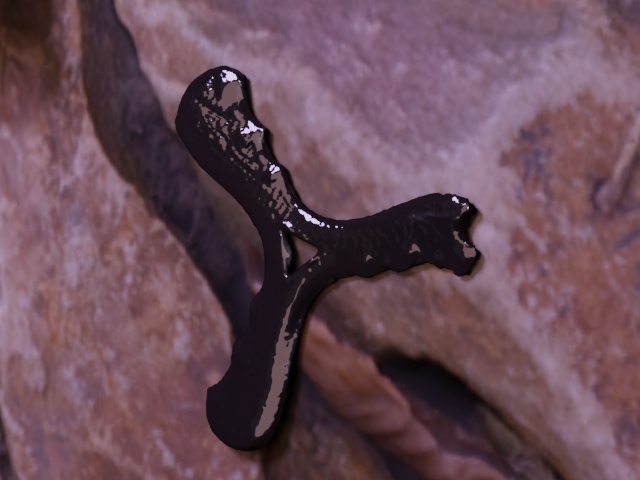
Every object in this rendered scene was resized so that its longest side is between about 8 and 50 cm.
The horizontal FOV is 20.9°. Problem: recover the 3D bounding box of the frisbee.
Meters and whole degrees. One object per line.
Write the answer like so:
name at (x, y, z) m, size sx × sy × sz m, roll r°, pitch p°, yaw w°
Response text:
frisbee at (0.000, 0.000, 0.919) m, size 0.187 × 0.012 × 0.211 m, roll -12°, pitch 85°, yaw 32°
